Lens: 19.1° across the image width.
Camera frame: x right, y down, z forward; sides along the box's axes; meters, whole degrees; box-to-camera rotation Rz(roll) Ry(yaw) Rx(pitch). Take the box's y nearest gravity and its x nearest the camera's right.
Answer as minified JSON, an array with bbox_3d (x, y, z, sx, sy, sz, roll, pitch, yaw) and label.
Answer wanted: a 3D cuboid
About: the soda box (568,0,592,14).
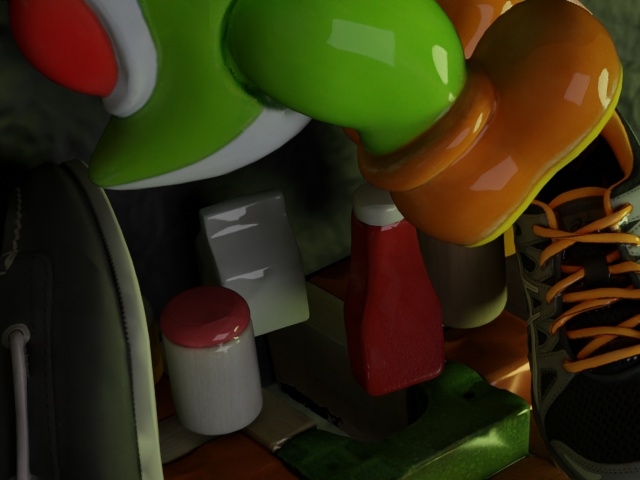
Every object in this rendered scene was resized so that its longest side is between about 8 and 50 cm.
[{"bbox_3d":[0.049,-0.128,0.887,0.183,0.058,0.063,33,86,-44],"label":"soda box"}]

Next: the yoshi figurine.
[{"bbox_3d":[-0.051,-0.161,0.677,0.362,0.203,0.203,30,53,-25],"label":"yoshi figurine"}]

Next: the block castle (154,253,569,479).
[{"bbox_3d":[0.031,0.200,0.913,0.453,0.213,0.303,-24,123,-32],"label":"block castle"}]

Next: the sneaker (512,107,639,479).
[{"bbox_3d":[0.118,0.020,0.811,0.084,0.214,0.083,-17,138,9],"label":"sneaker"}]

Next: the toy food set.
[{"bbox_3d":[0.000,0.000,0.845,0.232,0.111,0.104,-17,124,-15],"label":"toy food set"}]

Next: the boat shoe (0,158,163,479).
[{"bbox_3d":[-0.106,0.094,0.699,0.096,0.335,0.112,-5,137,-13],"label":"boat shoe"}]
